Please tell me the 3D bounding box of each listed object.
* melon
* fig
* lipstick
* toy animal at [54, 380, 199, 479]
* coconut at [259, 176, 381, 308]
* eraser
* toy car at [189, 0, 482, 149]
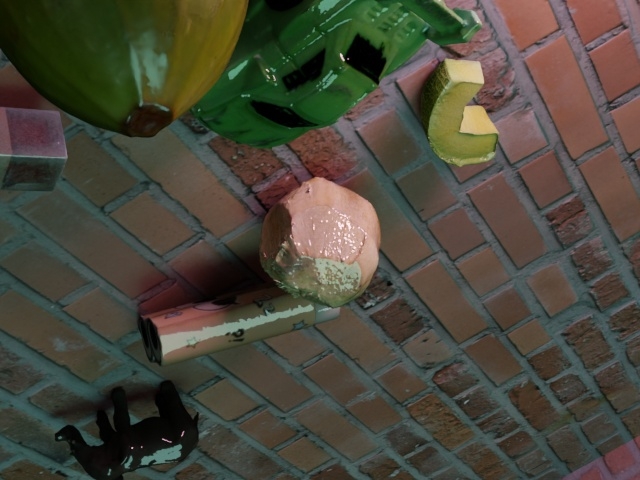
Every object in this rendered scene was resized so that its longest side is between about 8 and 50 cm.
[{"bbox_3d":[0.200,-0.187,2.074,0.118,0.064,0.209,-19,145,-9],"label":"melon"},{"bbox_3d":[-0.204,-0.255,1.454,0.316,0.316,0.316,-18,147,-12],"label":"fig"},{"bbox_3d":[-0.488,-0.112,1.652,0.371,0.080,0.076,0,147,-27],"label":"lipstick"},{"bbox_3d":[-0.317,0.324,2.376,0.245,0.146,0.114,-17,148,-12],"label":"toy animal"},{"bbox_3d":[0.003,0.001,2.108,0.194,0.194,0.194,-18,147,-12],"label":"coconut"},{"bbox_3d":[-0.128,0.119,2.215,0.290,0.087,0.171,-14,-174,-17],"label":"eraser"},{"bbox_3d":[-0.002,-0.236,1.753,0.358,0.176,0.213,-37,145,19],"label":"toy car"}]
